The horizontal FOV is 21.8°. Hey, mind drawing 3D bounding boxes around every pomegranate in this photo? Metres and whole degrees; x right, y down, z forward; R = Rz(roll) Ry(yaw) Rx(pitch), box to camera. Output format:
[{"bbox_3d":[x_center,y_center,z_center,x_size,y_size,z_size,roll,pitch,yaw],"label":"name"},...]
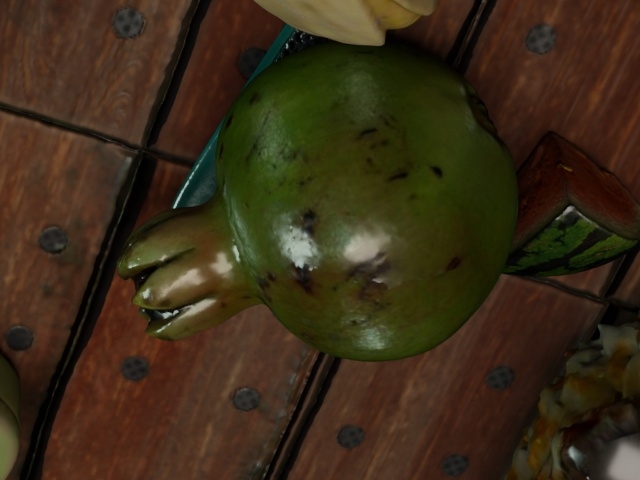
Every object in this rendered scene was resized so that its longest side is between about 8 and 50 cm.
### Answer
[{"bbox_3d":[0.006,-0.011,1.005,0.241,0.159,0.190,1,131,-16],"label":"pomegranate"}]

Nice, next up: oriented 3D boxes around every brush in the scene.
[{"bbox_3d":[-0.041,-0.069,1.064,0.043,0.032,0.193,28,114,-19],"label":"brush"}]

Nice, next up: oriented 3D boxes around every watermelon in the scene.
[{"bbox_3d":[0.158,-0.025,1.075,0.125,0.135,0.094,-3,84,1],"label":"watermelon"}]

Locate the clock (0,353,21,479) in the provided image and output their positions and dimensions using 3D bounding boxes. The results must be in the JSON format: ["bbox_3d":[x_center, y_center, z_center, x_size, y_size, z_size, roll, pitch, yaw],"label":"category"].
[{"bbox_3d":[-0.376,0.139,1.122,0.308,0.096,0.235,-36,122,15],"label":"clock"}]

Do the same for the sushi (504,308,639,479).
[{"bbox_3d":[0.306,0.233,1.186,0.417,0.176,0.417,-5,119,-9],"label":"sushi"}]

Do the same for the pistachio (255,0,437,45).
[{"bbox_3d":[-0.012,-0.185,0.933,0.117,0.145,0.200,-27,124,11],"label":"pistachio"}]
